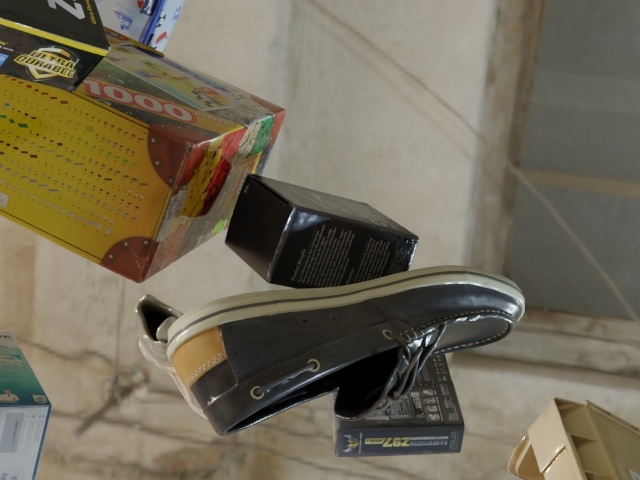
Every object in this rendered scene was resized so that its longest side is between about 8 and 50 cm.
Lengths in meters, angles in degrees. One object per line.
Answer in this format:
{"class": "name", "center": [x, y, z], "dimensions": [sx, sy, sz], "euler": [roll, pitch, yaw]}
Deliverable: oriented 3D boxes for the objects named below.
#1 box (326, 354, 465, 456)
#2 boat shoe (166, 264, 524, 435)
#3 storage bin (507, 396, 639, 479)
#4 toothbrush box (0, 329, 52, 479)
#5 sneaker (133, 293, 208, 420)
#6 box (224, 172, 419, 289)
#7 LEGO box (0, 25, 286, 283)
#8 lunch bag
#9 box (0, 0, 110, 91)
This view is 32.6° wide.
{"class": "box", "center": [0.101, 0.219, 1.619], "dimensions": [0.183, 0.059, 0.233], "euler": [0, -147, -6]}
{"class": "boat shoe", "center": [0.055, 0.139, 1.355], "dimensions": [0.500, 0.187, 0.156], "euler": [-6, -118, -33]}
{"class": "storage bin", "center": [0.325, 0.311, 1.066], "dimensions": [0.260, 0.123, 0.262], "euler": [29, -158, -14]}
{"class": "toothbrush box", "center": [-0.603, 0.317, 1.978], "dimensions": [0.126, 0.216, 0.295], "euler": [6, -161, -34]}
{"class": "sneaker", "center": [-0.199, 0.178, 1.665], "dimensions": [0.262, 0.121, 0.099], "euler": [32, -113, 30]}
{"class": "box", "center": [0.000, 0.000, 1.468], "dimensions": [0.207, 0.108, 0.153], "euler": [13, -167, -30]}
{"class": "LEGO box", "center": [-0.348, -0.171, 1.462], "dimensions": [0.500, 0.193, 0.372], "euler": [25, -162, 8]}
{"class": "lunch bag", "center": [-0.388, -0.430, 1.918], "dimensions": [0.303, 0.243, 0.115], "euler": [34, -156, 10]}
{"class": "box", "center": [-0.369, -0.315, 1.093], "dimensions": [0.257, 0.079, 0.322], "euler": [12, -133, -47]}
